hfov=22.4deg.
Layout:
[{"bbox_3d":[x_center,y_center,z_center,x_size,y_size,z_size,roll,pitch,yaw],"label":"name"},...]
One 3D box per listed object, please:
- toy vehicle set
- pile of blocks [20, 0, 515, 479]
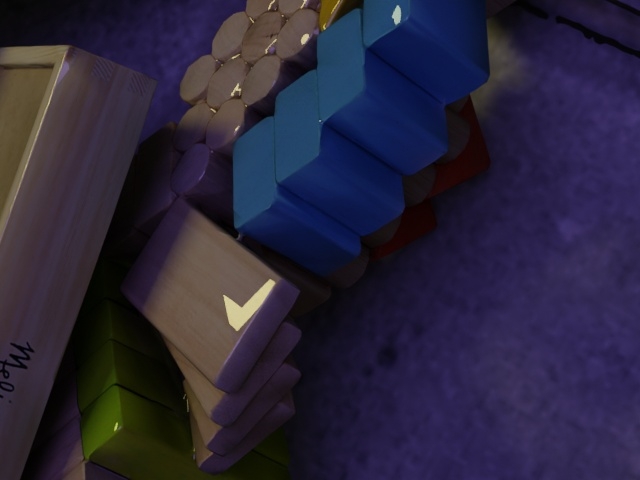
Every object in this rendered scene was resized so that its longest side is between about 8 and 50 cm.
[{"bbox_3d":[-0.152,0.058,0.596,0.166,0.035,0.266,11,81,59],"label":"toy vehicle set"},{"bbox_3d":[0.000,0.000,0.590,0.362,0.113,0.149,-56,35,5],"label":"pile of blocks"}]
